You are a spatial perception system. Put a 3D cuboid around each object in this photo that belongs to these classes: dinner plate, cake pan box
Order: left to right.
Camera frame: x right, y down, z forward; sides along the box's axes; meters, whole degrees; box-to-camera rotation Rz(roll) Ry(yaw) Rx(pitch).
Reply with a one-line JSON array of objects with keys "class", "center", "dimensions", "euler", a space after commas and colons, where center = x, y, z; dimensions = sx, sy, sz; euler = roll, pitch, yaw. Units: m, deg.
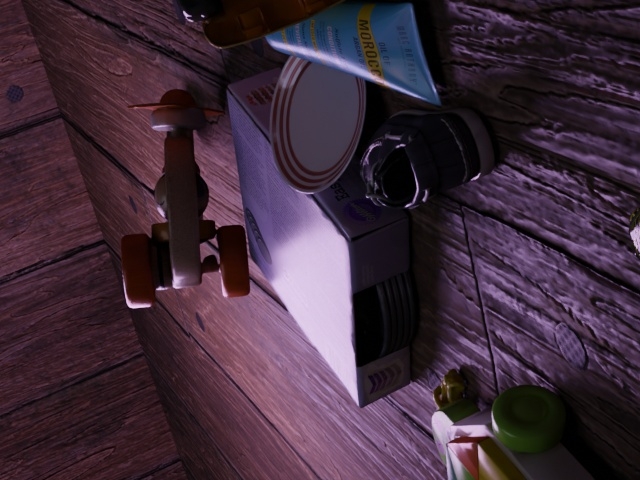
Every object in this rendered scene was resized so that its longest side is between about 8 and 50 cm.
[{"class": "dinner plate", "center": [0.000, -0.110, 1.041], "dimensions": [0.141, 0.017, 0.141], "euler": [-7, 82, 54]}, {"class": "cake pan box", "center": [0.000, 0.000, 1.178], "dimensions": [0.267, 0.070, 0.246], "euler": [52, 159, 41]}]

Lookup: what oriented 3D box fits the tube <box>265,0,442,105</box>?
[{"class": "tube", "center": [0.026, -0.160, 0.947], "dimensions": [0.207, 0.052, 0.080], "euler": [27, 146, 55]}]

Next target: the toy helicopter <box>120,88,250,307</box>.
[{"class": "toy helicopter", "center": [-0.170, -0.090, 1.427], "dimensions": [0.355, 0.140, 0.235], "euler": [-106, 11, -63]}]

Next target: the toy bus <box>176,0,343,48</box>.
[{"class": "toy bus", "center": [-0.074, -0.275, 0.956], "dimensions": [0.211, 0.149, 0.220], "euler": [-131, 18, -77]}]

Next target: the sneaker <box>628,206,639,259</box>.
[{"class": "sneaker", "center": [0.186, -0.012, 0.672], "dimensions": [0.035, 0.031, 0.083], "euler": [44, 152, 52]}]

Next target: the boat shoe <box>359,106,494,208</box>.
[{"class": "boat shoe", "center": [0.061, -0.059, 0.924], "dimensions": [0.075, 0.065, 0.206], "euler": [68, 163, -4]}]

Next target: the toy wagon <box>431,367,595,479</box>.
[{"class": "toy wagon", "center": [0.172, 0.238, 0.962], "dimensions": [0.344, 0.068, 0.267], "euler": [48, 154, 45]}]
